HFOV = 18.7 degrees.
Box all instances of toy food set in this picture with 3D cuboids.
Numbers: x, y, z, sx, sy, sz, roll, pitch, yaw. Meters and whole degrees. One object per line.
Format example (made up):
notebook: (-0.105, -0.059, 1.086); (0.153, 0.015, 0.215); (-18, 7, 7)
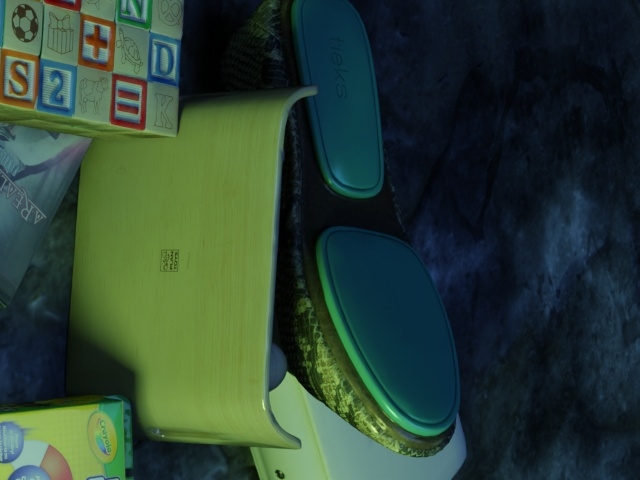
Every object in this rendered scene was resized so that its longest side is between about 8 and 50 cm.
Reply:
toy food set: (-0.101, 0.021, 1.667); (0.092, 0.220, 0.306); (10, 81, -53)

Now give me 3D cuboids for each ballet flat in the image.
ballet flat: (0.000, 0.000, 1.762); (0.164, 0.182, 0.482); (10, 56, -40)

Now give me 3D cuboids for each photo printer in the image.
photo printer: (0.026, 0.147, 1.943); (0.256, 0.107, 0.307); (-40, 122, -47)

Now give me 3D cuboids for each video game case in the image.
video game case: (-0.264, -0.110, 1.606); (0.196, 0.026, 0.274); (51, 50, -41)

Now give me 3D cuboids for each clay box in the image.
clay box: (-0.237, 0.195, 1.565); (0.222, 0.053, 0.127); (-4, 94, -35)

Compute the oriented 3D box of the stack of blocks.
stack of blocks: (-0.237, -0.182, 1.547); (0.297, 0.087, 0.171); (7, 84, -54)
